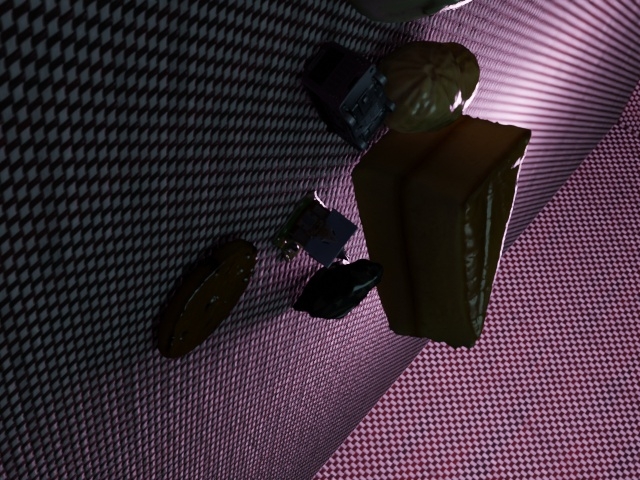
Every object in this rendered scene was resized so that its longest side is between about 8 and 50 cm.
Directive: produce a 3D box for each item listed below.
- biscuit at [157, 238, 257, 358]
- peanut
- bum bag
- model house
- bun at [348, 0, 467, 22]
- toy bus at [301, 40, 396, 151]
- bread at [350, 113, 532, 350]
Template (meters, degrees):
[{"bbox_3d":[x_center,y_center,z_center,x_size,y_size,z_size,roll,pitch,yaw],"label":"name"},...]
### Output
[{"bbox_3d":[-0.166,0.085,1.777,0.212,0.036,0.212,-48,165,-17],"label":"biscuit"},{"bbox_3d":[0.169,-0.240,1.893,0.147,0.147,0.305,-59,166,17],"label":"peanut"},{"bbox_3d":[0.027,0.090,2.154,0.144,0.095,0.340,-38,-175,-7],"label":"bum bag"},{"bbox_3d":[0.000,0.000,1.995,0.117,0.088,0.167,-53,165,-8],"label":"model house"},{"bbox_3d":[0.157,-0.379,1.448,0.293,0.187,0.293,-51,164,-21],"label":"bun"},{"bbox_3d":[0.037,-0.197,1.664,0.087,0.098,0.178,-53,162,-6],"label":"toy bus"},{"bbox_3d":[0.218,-0.013,2.136,0.245,0.233,0.362,-43,139,-36],"label":"bread"}]
